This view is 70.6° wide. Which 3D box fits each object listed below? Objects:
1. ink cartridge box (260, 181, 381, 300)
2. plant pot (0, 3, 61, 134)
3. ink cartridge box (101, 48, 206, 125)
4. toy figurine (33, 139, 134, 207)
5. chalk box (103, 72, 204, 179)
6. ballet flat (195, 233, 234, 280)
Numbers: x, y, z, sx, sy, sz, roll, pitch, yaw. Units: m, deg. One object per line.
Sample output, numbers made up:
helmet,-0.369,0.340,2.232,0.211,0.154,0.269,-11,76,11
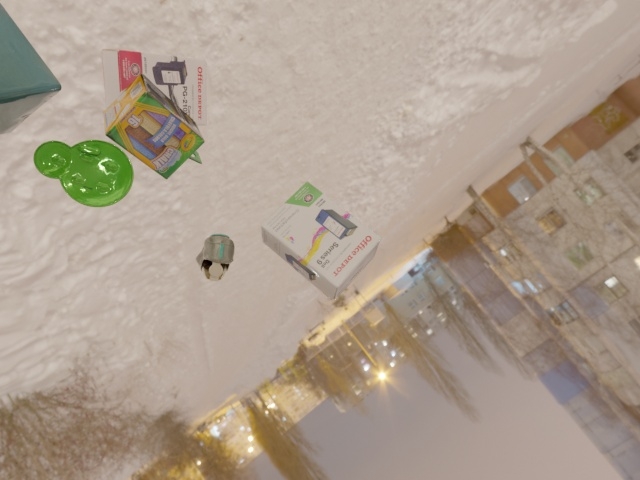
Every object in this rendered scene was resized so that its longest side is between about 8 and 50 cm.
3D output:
ink cartridge box,0.000,0.000,0.973,0.154,0.212,0.093,-45,167,-21
plant pot,-0.570,-0.244,0.673,0.165,0.166,0.234,-25,-162,22
ink cartridge box,-0.414,-0.384,1.153,0.237,0.100,0.172,-16,118,-46
toy figurine,-0.472,-0.131,0.921,0.159,0.173,0.130,-6,-112,68
chalk box,-0.364,-0.244,1.036,0.132,0.132,0.213,-42,133,6
ballet flat,-0.216,0.048,0.915,0.072,0.068,0.213,3,162,-16
